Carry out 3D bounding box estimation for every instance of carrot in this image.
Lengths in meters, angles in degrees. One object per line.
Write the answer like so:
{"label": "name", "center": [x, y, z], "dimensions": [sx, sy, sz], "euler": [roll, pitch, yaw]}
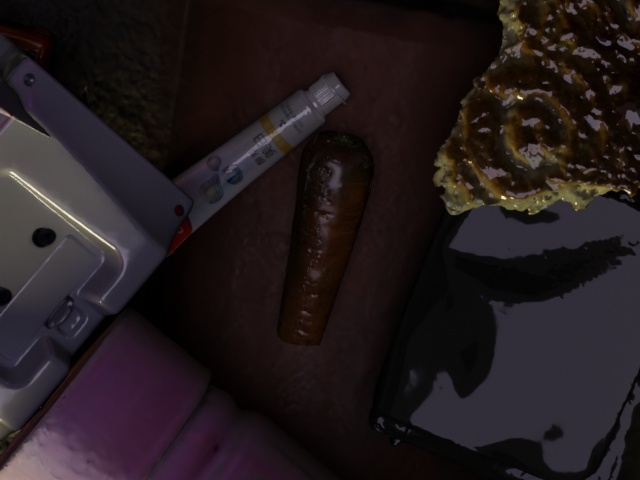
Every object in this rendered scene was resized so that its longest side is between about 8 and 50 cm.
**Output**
{"label": "carrot", "center": [0.000, 0.000, 1.156], "dimensions": [0.055, 0.055, 0.162], "euler": [13, 103, 0]}

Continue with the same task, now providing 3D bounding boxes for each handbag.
{"label": "handbag", "center": [0.175, 0.065, 1.149], "dimensions": [0.223, 0.080, 0.247], "euler": [22, 96, 6]}

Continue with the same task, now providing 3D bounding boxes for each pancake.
{"label": "pancake", "center": [0.168, -0.116, 1.096], "dimensions": [0.244, 0.057, 0.266], "euler": [-36, 83, 0]}

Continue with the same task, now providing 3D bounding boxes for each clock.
{"label": "clock", "center": [-0.224, 0.004, 1.051], "dimensions": [0.186, 0.083, 0.253], "euler": [41, 85, -25]}

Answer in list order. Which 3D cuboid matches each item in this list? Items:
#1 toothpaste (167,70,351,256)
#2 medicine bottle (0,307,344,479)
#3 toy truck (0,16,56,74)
{"label": "toothpaste", "center": [-0.059, -0.059, 1.158], "dimensions": [0.190, 0.031, 0.048], "euler": [-37, 100, 11]}
{"label": "medicine bottle", "center": [-0.077, 0.227, 1.118], "dimensions": [0.325, 0.212, 0.212], "euler": [41, 99, -6]}
{"label": "toy truck", "center": [-0.268, -0.041, 1.129], "dimensions": [0.114, 0.107, 0.253], "euler": [14, 99, -10]}
